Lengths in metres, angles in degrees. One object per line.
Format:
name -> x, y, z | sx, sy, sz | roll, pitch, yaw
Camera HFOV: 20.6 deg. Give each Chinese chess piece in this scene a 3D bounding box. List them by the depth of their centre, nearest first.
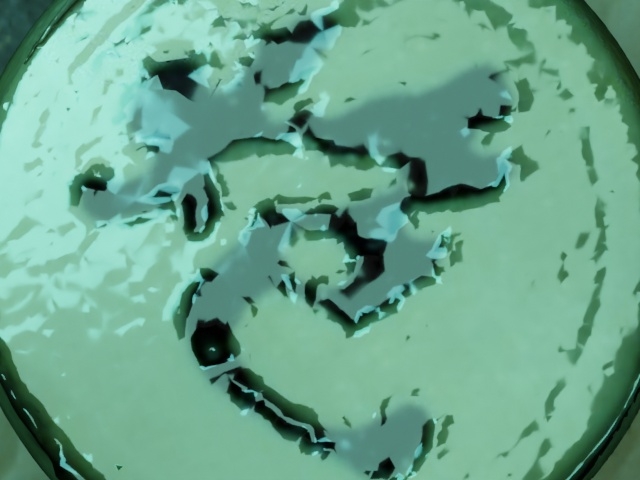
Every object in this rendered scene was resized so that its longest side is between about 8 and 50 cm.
Chinese chess piece -> 0.000, 0.000, 0.858 | 0.349, 0.146, 0.349 | 0, 87, -1
